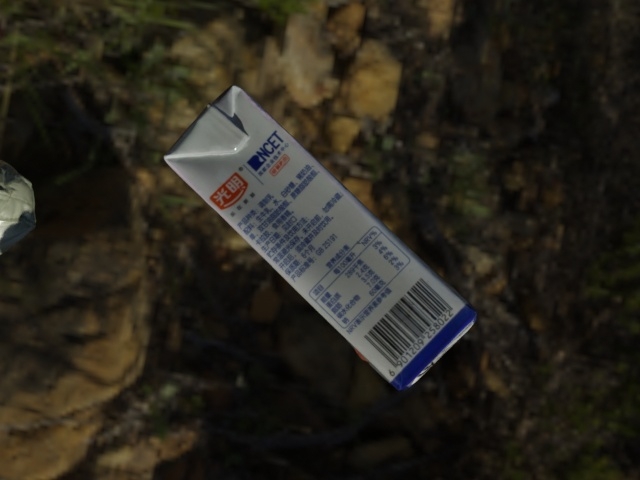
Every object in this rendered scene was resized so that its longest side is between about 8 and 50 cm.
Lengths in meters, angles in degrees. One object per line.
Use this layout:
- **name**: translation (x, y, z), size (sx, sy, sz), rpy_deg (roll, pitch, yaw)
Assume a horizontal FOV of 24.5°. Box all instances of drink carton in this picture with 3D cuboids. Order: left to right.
- **drink carton**: translation (0.000, 0.000, 1.390), size (0.106, 0.315, 0.130), rpy_deg (-46, 172, -1)

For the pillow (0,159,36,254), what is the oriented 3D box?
- **pillow**: translation (-0.421, -0.034, 1.220), size (0.255, 0.322, 0.120), rpy_deg (-23, -120, 55)
